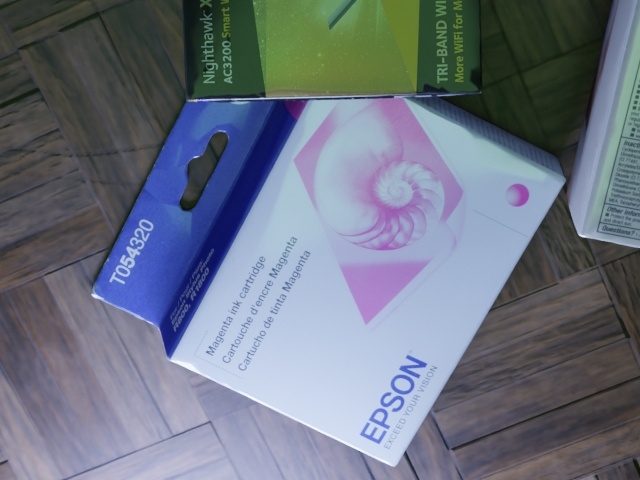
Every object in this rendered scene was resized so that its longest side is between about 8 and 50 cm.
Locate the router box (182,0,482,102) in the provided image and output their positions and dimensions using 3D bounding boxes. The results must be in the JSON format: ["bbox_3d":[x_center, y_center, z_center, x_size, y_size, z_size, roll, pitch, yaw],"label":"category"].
[{"bbox_3d":[0.007,-0.269,1.301,0.243,0.081,0.308,-2,95,2],"label":"router box"}]

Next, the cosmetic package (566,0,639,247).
[{"bbox_3d":[0.316,-0.145,1.345,0.153,0.129,0.296,12,110,-1],"label":"cosmetic package"}]

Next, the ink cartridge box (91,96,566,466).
[{"bbox_3d":[0.000,0.000,1.437,0.330,0.071,0.324,25,108,-8],"label":"ink cartridge box"}]
